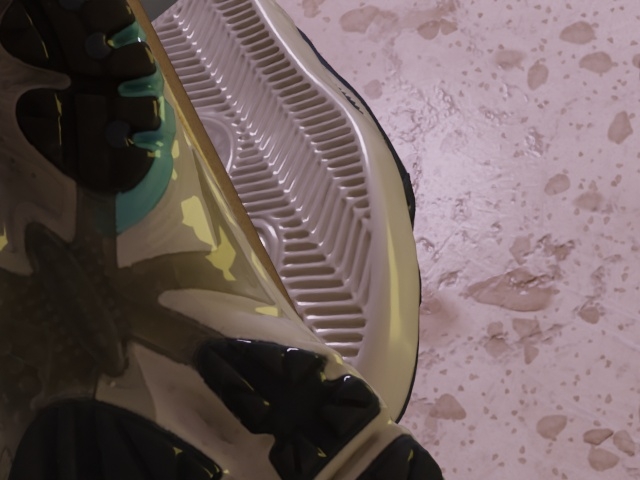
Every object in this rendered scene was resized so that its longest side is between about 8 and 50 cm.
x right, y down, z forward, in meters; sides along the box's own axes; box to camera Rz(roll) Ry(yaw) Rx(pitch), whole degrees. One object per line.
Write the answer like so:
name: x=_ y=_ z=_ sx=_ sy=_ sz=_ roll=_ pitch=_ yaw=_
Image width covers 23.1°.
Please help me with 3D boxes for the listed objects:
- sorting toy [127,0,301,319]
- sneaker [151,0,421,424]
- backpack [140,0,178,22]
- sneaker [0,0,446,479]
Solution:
sorting toy: x=-0.133 y=-0.054 z=0.515 sx=0.229 sy=0.041 sz=0.307 roll=-14 pitch=-73 yaw=48
sneaker: x=0.000 y=0.000 z=0.758 sx=0.148 sy=0.131 sz=0.350 roll=46 pitch=17 yaw=-35
backpack: x=-0.185 y=-0.277 z=1.078 sx=0.290 sy=0.273 sz=0.355 roll=-132 pitch=-153 yaw=-69
sneaker: x=-0.037 y=0.047 z=0.393 sx=0.122 sy=0.110 sz=0.283 roll=96 pitch=-30 yaw=-83
